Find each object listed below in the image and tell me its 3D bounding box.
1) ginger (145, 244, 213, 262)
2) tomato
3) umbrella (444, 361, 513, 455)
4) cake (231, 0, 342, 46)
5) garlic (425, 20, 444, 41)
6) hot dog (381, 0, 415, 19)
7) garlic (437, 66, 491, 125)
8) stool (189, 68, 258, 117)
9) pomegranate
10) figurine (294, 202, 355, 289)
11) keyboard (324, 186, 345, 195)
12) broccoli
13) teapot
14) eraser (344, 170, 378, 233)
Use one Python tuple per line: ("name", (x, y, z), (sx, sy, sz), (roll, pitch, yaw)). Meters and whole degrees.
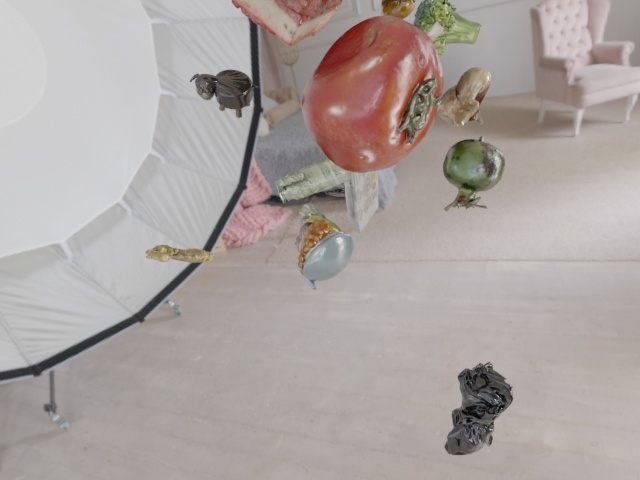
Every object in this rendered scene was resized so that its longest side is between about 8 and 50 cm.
("ginger", (-0.448, 0.041, 1.295), (0.176, 0.053, 0.193), (12, 2, 15))
("tomato", (0.118, -0.321, 0.936), (0.289, 0.293, 0.325), (27, 83, 39))
("umbrella", (0.331, 0.382, 0.891), (0.110, 0.273, 0.122), (15, 42, 20))
("cake", (-0.072, -0.777, 1.174), (0.269, 0.319, 0.270), (40, 47, 2))
("garlic", (0.260, -0.540, 1.193), (0.212, 0.219, 0.219), (-23, 19, 39))
("hot dog", (0.213, -0.646, 1.117), (0.060, 0.090, 0.140), (8, 14, -39))
("garlic", (0.395, -0.381, 1.115), (0.099, 0.174, 0.124), (-12, 61, -38))
("stool", (-0.313, -0.483, 1.346), (0.217, 0.121, 0.125), (-1, 64, -13))
("pomegranate", (0.369, -0.160, 0.993), (0.148, 0.169, 0.148), (-3, -7, 0))
("figurine", (0.007, -0.028, 1.476), (0.204, 0.225, 0.382), (6, 41, -16))
("keyboard", (0.109, -0.194, 1.718), (0.072, 0.023, 0.231), (-11, -7, 36))
("broccoli", (0.465, -0.796, 1.522), (0.243, 0.263, 0.247), (23, 78, 17))
("teapot", (-0.029, -0.173, 1.163), (0.200, 0.077, 0.107), (-20, -10, 5))
("eraser", (0.148, -0.239, 1.518), (0.082, 0.397, 0.213), (18, 52, 25))
